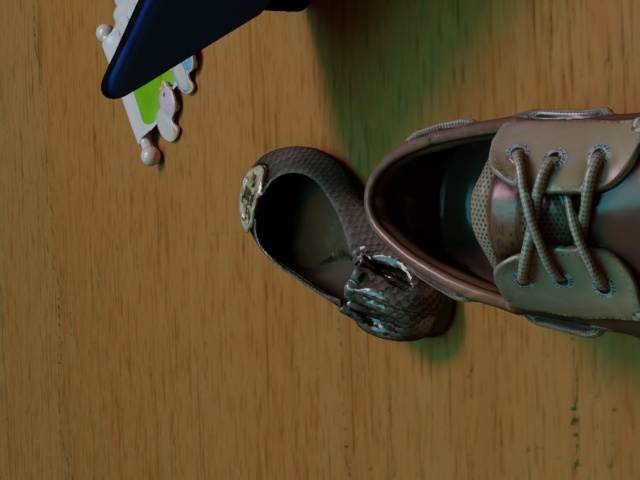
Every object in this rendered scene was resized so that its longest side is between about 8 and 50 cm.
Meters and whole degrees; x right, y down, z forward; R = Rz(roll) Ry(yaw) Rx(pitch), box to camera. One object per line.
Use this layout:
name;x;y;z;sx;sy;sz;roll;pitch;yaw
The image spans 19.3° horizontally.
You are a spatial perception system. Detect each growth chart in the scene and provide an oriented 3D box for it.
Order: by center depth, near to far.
growth chart;-0.125;-0.190;1.455;0.172;0.021;0.237;62;144;39

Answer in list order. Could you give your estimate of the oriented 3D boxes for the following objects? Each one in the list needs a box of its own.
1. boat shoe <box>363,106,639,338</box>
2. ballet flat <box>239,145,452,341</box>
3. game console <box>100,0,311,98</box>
boat shoe;0.127;-0.005;0.867;0.324;0.116;0.123;1;93;63
ballet flat;0.000;0.000;1.180;0.250;0.058;0.084;40;126;56
game console;-0.043;-0.264;1.123;0.293;0.173;0.250;-55;45;49
